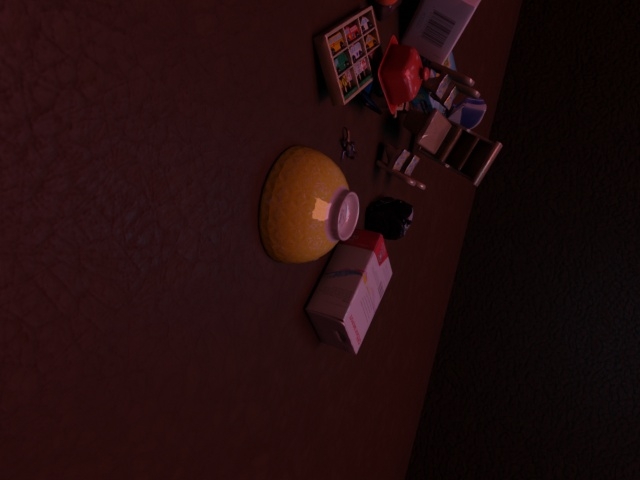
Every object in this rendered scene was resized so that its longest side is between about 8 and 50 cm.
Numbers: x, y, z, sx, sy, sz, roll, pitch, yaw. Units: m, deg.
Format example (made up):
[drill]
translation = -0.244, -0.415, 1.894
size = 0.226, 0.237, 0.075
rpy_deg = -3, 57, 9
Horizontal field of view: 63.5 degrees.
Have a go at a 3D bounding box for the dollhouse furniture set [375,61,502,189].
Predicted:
[dollhouse furniture set]
translation = 0.435, -0.334, 1.754
size = 0.362, 0.256, 0.394
rpy_deg = -61, 158, 13

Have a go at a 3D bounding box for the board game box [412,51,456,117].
[board game box]
translation = 0.423, -0.595, 1.926
size = 0.336, 0.079, 0.254
rpy_deg = 35, 71, -63

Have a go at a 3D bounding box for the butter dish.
[butter dish]
translation = 0.234, -0.447, 1.393
size = 0.160, 0.118, 0.160
rpy_deg = 55, 50, -49

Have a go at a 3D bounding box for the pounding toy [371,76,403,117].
[pounding toy]
translation = 0.208, -0.435, 1.537
size = 0.141, 0.100, 0.130
rpy_deg = -24, 123, -59

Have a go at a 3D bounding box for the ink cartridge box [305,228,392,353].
[ink cartridge box]
translation = 0.094, 0.149, 1.555
size = 0.306, 0.131, 0.226
rpy_deg = -60, 151, -28

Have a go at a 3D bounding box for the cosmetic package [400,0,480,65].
[cosmetic package]
translation = 0.443, -0.801, 1.679
size = 0.453, 0.161, 0.230
rpy_deg = -58, 178, -34

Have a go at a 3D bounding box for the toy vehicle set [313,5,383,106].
[toy vehicle set]
translation = 0.081, -0.465, 1.295
size = 0.267, 0.035, 0.166
rpy_deg = -51, 132, -43

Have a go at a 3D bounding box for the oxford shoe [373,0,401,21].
[oxford shoe]
translation = 0.208, -0.725, 1.435
size = 0.271, 0.096, 0.098
rpy_deg = -60, 170, -22

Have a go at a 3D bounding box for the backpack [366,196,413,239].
[backpack]
translation = 0.242, -0.074, 1.761
size = 0.182, 0.151, 0.115
rpy_deg = -40, 152, -56

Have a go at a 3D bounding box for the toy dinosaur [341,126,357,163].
[toy dinosaur]
translation = 0.085, -0.259, 1.444
size = 0.082, 0.047, 0.090
rpy_deg = 57, 38, -80

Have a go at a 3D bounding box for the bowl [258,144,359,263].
[bowl]
translation = -0.002, -0.071, 1.221
size = 0.289, 0.156, 0.290
rpy_deg = -39, 136, -51

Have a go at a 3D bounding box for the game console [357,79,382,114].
[game console]
translation = 0.141, -0.421, 1.440
size = 0.071, 0.107, 0.122
rpy_deg = -42, 163, 21

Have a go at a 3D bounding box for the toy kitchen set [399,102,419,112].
[toy kitchen set]
translation = 0.310, -0.473, 1.764
size = 0.083, 0.068, 0.075
rpy_deg = -2, 104, -64

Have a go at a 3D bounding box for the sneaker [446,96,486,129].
[sneaker]
translation = 0.554, -0.514, 2.138
size = 0.315, 0.127, 0.182
rpy_deg = 120, -20, -63
